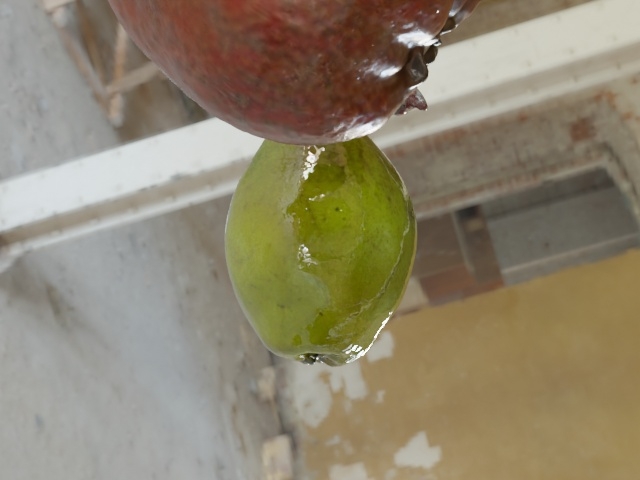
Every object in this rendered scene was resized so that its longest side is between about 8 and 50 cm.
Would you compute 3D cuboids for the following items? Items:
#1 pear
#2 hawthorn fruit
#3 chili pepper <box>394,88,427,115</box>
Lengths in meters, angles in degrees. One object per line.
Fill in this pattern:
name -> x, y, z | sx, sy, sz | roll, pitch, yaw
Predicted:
pear -> 0.000, 0.000, 1.208 | 0.212, 0.212, 0.269 | -3, 96, -82
hawthorn fruit -> -0.035, -0.184, 0.672 | 0.262, 0.210, 0.210 | 38, 10, -2
chili pepper -> 0.066, -0.154, 1.140 | 0.050, 0.041, 0.153 | 39, 9, -27
